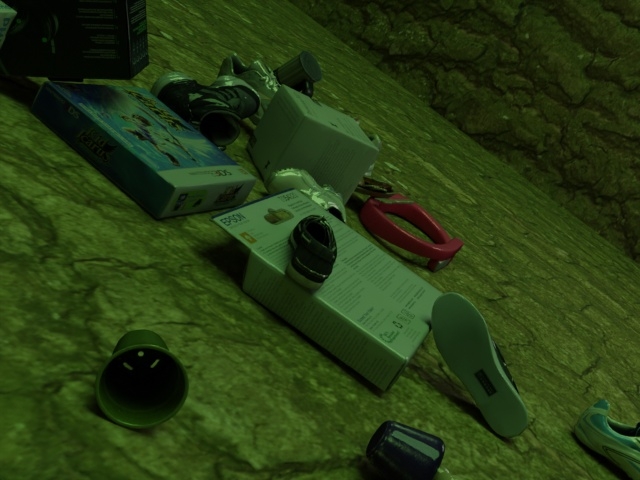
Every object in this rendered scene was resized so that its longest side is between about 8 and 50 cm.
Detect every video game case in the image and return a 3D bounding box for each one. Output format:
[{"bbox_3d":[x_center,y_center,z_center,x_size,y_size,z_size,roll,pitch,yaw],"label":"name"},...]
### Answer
[{"bbox_3d":[-0.262,-0.146,1.256,0.269,0.061,0.244,39,19,14],"label":"video game case"}]

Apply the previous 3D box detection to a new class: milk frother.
[{"bbox_3d":[-0.050,-0.380,2.028,0.143,0.135,0.129,-5,74,-57],"label":"milk frother"}]

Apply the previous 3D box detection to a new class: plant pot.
[{"bbox_3d":[-0.169,0.121,0.769,0.083,0.083,0.079,27,9,-19],"label":"plant pot"}]

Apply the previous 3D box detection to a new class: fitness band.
[{"bbox_3d":[0.192,-0.026,1.709,0.209,0.054,0.291,39,19,13],"label":"fitness band"}]

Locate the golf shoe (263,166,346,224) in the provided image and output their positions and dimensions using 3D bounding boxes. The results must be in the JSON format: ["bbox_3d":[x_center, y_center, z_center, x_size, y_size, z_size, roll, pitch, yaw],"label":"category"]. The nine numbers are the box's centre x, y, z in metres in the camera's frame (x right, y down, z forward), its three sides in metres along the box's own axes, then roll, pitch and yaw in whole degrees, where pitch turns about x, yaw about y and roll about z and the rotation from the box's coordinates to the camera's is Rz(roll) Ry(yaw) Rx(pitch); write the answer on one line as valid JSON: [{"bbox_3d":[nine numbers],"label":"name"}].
[{"bbox_3d":[-0.019,-0.074,1.471,0.176,0.069,0.086,18,31,-35],"label":"golf shoe"}]

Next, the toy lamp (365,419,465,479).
[{"bbox_3d":[0.173,0.294,0.898,0.274,0.080,0.080,36,19,-1],"label":"toy lamp"}]

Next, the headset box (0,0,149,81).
[{"bbox_3d":[-0.385,-0.367,1.180,0.246,0.283,0.131,1,22,1],"label":"headset box"}]

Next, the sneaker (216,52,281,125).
[{"bbox_3d":[-0.115,-0.307,1.698,0.262,0.121,0.099,25,31,20],"label":"sneaker"}]

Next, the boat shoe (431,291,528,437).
[{"bbox_3d":[0.234,0.177,1.193,0.228,0.080,0.076,57,9,1],"label":"boat shoe"}]

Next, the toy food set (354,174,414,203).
[{"bbox_3d":[0.099,-0.122,1.697,0.192,0.038,0.132,25,18,38],"label":"toy food set"}]

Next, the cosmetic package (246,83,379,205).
[{"bbox_3d":[-0.018,-0.179,1.581,0.183,0.151,0.151,21,22,-32],"label":"cosmetic package"}]

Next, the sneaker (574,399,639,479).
[{"bbox_3d":[0.522,0.350,1.303,0.237,0.086,0.085,38,18,6],"label":"sneaker"}]

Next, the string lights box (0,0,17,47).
[{"bbox_3d":[-0.555,-0.324,1.099,0.259,0.133,0.077,36,19,5],"label":"string lights box"}]

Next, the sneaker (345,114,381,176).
[{"bbox_3d":[0.036,-0.253,1.901,0.252,0.111,0.103,27,21,-18],"label":"sneaker"}]

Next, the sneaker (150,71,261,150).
[{"bbox_3d":[-0.185,-0.236,1.541,0.153,0.101,0.268,45,28,27],"label":"sneaker"}]

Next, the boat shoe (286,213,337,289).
[{"bbox_3d":[0.000,0.000,1.129,0.075,0.065,0.206,29,20,-6],"label":"boat shoe"}]

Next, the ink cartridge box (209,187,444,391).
[{"bbox_3d":[0.019,0.056,1.220,0.330,0.071,0.324,34,20,11],"label":"ink cartridge box"}]
